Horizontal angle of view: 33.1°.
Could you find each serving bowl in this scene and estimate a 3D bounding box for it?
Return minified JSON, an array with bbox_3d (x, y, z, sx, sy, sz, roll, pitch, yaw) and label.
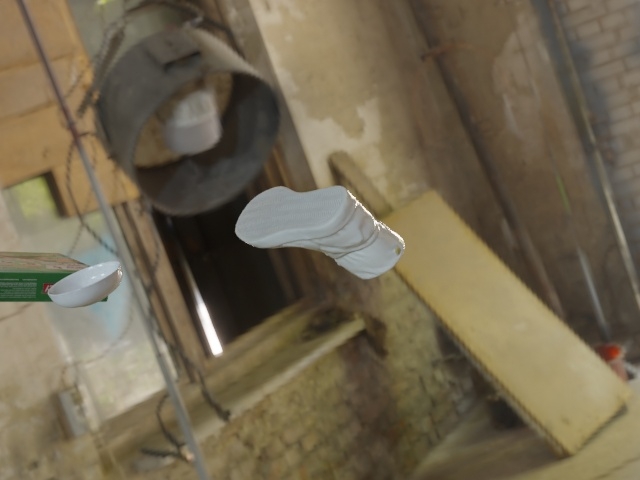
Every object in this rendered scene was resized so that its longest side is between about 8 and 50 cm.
[{"bbox_3d":[-0.250,0.052,1.166,0.083,0.027,0.083,-19,16,6],"label":"serving bowl"}]

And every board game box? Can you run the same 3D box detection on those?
[{"bbox_3d":[-0.492,0.049,1.554,0.317,0.046,0.213,2,6,-33],"label":"board game box"}]

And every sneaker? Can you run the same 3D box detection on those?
[{"bbox_3d":[0.000,0.000,1.647,0.292,0.169,0.108,3,61,55],"label":"sneaker"}]
